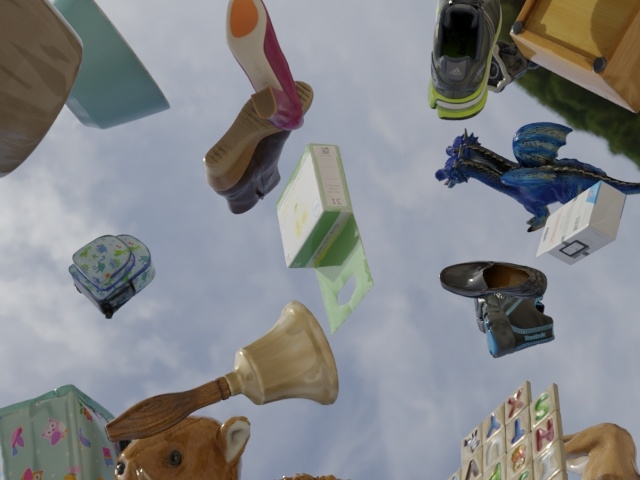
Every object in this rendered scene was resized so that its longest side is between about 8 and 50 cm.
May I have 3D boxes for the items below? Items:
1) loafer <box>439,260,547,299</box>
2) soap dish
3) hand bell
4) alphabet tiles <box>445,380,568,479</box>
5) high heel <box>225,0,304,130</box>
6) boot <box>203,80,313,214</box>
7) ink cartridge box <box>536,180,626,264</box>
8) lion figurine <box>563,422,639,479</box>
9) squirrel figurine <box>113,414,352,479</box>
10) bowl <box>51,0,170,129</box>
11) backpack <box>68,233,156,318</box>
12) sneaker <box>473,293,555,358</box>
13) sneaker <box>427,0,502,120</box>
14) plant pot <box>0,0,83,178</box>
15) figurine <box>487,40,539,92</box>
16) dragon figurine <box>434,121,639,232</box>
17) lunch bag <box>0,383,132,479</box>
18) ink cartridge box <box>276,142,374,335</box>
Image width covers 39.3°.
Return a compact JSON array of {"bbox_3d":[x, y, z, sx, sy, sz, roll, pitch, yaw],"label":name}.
[{"bbox_3d":[0.258,0.054,1.377,0.061,0.170,0.062,34,-121,-55],"label":"loafer"},{"bbox_3d":[0.445,-0.360,1.415,0.118,0.229,0.291,16,-161,-33],"label":"soap dish"},{"bbox_3d":[-0.115,0.162,0.970,0.242,0.126,0.126,-18,-121,-24],"label":"hand bell"},{"bbox_3d":[0.254,0.366,1.292,0.011,0.285,0.342,31,-147,-11],"label":"alphabet tiles"},{"bbox_3d":[-0.085,-0.301,1.484,0.117,0.082,0.244,8,-120,-65],"label":"high heel"},{"bbox_3d":[-0.102,-0.169,1.651,0.248,0.207,0.090,-40,-112,-6],"label":"boot"},{"bbox_3d":[0.225,-0.011,0.777,0.028,0.083,0.048,28,-116,-8],"label":"ink cartridge box"},{"bbox_3d":[0.449,0.381,1.385,0.142,0.240,0.392,47,-161,-28],"label":"lion figurine"},{"bbox_3d":[-0.113,0.417,1.191,0.396,0.281,0.371,2,-110,-28],"label":"squirrel figurine"},{"bbox_3d":[-0.449,-0.338,1.752,0.311,0.163,0.311,51,175,6],"label":"bowl"},{"bbox_3d":[-0.317,0.043,1.382,0.114,0.084,0.105,-37,-124,-25],"label":"backpack"},{"bbox_3d":[0.411,0.151,1.947,0.139,0.125,0.341,-9,-158,4],"label":"sneaker"},{"bbox_3d":[0.226,-0.334,1.379,0.111,0.121,0.300,3,-121,8],"label":"sneaker"},{"bbox_3d":[-0.415,-0.213,0.928,0.280,0.323,0.323,31,-146,-34],"label":"plant pot"},{"bbox_3d":[0.422,-0.389,1.707,0.209,0.215,0.092,-29,-97,-45],"label":"figurine"},{"bbox_3d":[0.269,-0.082,1.064,0.144,0.289,0.085,36,-113,-32],"label":"dragon figurine"},{"bbox_3d":[-0.359,0.371,1.355,0.262,0.160,0.223,61,-170,-57],"label":"lunch bag"},{"bbox_3d":[0.000,0.000,1.323,0.056,0.171,0.235,2,-121,-22],"label":"ink cartridge box"}]
